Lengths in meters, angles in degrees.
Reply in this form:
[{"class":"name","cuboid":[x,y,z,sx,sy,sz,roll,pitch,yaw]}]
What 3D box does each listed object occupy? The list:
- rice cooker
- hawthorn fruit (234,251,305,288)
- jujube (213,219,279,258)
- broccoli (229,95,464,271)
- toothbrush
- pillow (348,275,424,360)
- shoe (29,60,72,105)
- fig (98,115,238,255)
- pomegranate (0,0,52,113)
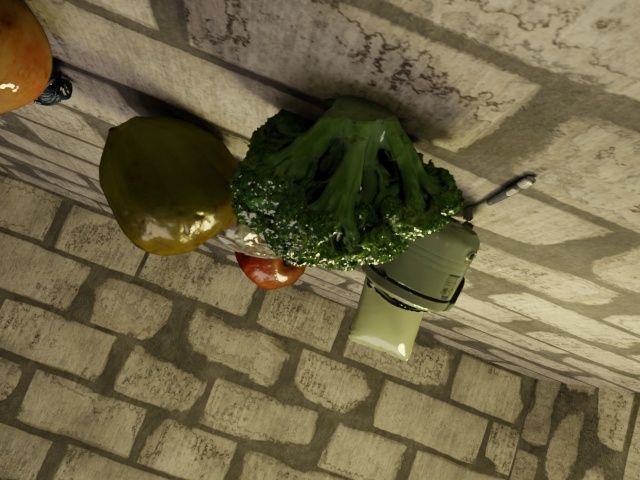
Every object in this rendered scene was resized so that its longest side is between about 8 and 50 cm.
[{"class":"rice cooker","cuboid":[0.226,0.042,1.281,0.226,0.244,0.226,24,-170,-5]},{"class":"hawthorn fruit","cuboid":[-0.174,0.047,2.052,0.262,0.258,0.258,41,166,-4]},{"class":"jujube","cuboid":[-0.176,-0.058,1.620,0.317,0.225,0.226,14,174,-33]},{"class":"broccoli","cuboid":[0.024,-0.092,1.001,0.414,0.321,0.310,33,165,26]},{"class":"toothbrush","cuboid":[0.345,-0.080,1.126,0.024,0.026,0.288,19,168,-6]},{"class":"pillow","cuboid":[0.257,0.260,2.090,0.256,0.322,0.120,18,-170,13]},{"class":"shoe","cuboid":[-0.653,-0.379,1.363,0.106,0.091,0.207,2,175,-33]},{"class":"fig","cuboid":[-0.365,-0.145,1.368,0.344,0.343,0.343,20,168,4]},{"class":"pomegranate","cuboid":[-0.643,-0.340,1.048,0.252,0.270,0.229,14,160,-2]}]
